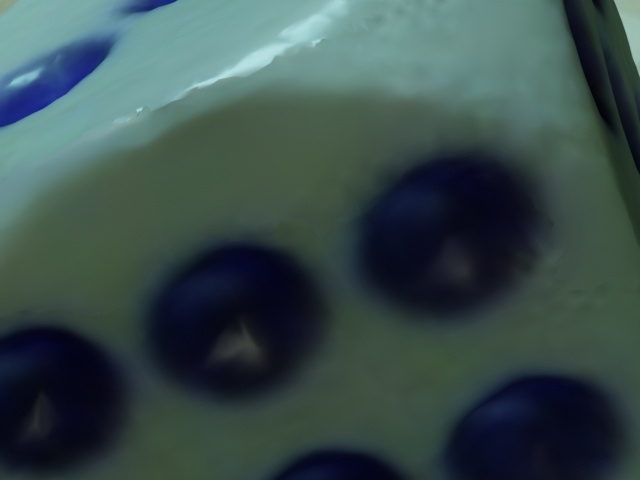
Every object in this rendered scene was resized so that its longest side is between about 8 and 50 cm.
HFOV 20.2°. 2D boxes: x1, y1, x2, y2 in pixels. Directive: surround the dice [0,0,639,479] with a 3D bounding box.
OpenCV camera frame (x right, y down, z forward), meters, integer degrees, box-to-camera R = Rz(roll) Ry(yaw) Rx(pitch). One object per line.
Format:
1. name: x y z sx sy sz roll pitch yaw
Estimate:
1. dice: 0.000 0.000 0.676 0.259 0.243 0.251 -20 24 15
